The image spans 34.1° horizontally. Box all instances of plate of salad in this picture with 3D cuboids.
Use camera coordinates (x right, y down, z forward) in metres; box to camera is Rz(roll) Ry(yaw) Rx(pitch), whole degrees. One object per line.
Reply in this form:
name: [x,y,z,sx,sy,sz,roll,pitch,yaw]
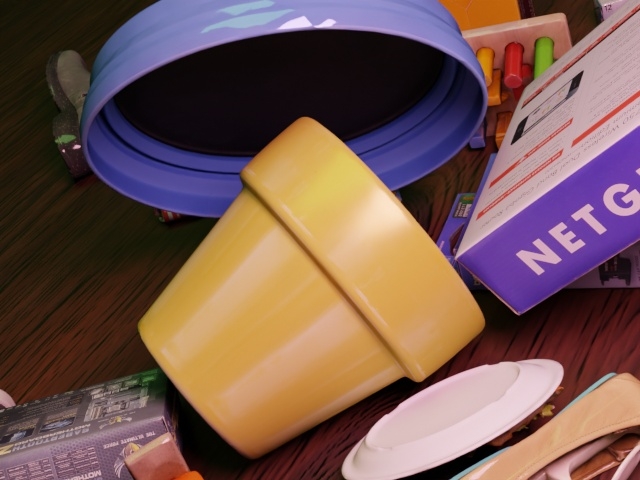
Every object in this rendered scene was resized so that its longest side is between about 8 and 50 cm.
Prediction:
plate of salad: [0.110,0.153,0.854,0.199,0.048,0.200,-27,5,2]

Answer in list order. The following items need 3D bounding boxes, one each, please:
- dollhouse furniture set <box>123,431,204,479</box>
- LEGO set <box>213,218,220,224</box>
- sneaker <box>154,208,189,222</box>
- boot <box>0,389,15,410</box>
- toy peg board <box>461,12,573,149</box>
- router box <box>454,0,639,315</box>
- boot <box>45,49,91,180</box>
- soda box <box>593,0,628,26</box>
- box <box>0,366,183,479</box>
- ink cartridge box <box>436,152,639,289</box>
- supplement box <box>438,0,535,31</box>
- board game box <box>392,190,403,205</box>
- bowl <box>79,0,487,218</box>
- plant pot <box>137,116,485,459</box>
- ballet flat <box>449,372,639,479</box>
dollhouse furniture set: [-0.135,0.279,0.696,0.259,0.135,0.262,-30,45,-15]
LEGO set: [-0.039,-0.165,1.320,0.331,0.192,0.255,-10,33,16]
sneaker: [-0.194,-0.065,1.401,0.067,0.042,0.118,-18,33,-2]
boot: [-0.443,0.208,1.088,0.244,0.088,0.176,-34,32,-14]
toy peg board: [0.219,-0.166,1.219,0.160,0.161,0.079,-7,49,21]
router box: [0.286,-0.126,0.902,0.335,0.082,0.301,-40,14,42]
boot: [-0.311,-0.225,1.670,0.222,0.118,0.338,-20,42,-4]
soda box: [0.465,-0.327,1.407,0.183,0.058,0.063,-15,32,10]
box: [-0.242,0.188,0.940,0.232,0.059,0.183,-15,8,-5]
ink cartridge box: [0.261,-0.027,1.066,0.311,0.065,0.186,-4,35,28]
supplement box: [0.213,-0.327,1.424,0.129,0.191,0.194,-9,34,19]
board game box: [0.000,0.000,1.184,0.170,0.048,0.141,-6,32,22]
bowl: [-0.035,-0.131,1.020,0.391,0.391,0.077,-13,69,13]
plant pot: [-0.023,0.059,0.941,0.239,0.254,0.254,-40,34,-4]
ballet flat: [0.170,0.180,0.786,0.232,0.080,0.073,-32,50,-15]
